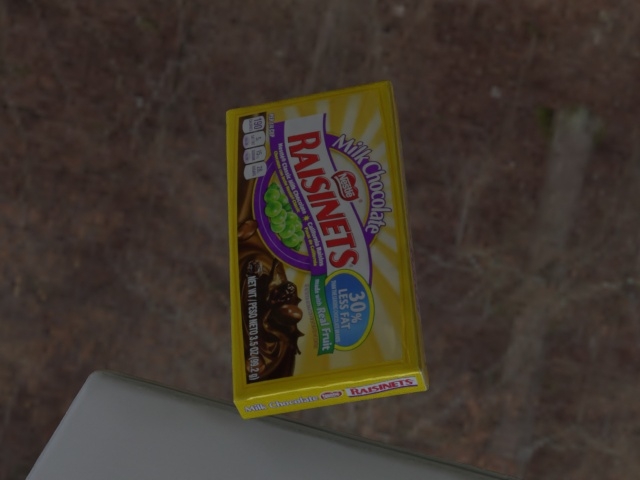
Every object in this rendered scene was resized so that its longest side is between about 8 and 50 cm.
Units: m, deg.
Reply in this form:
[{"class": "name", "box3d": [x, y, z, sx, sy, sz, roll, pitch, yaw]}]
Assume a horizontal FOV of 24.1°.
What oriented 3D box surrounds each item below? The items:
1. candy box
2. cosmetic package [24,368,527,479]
[{"class": "candy box", "box3d": [0.000, 0.000, 0.858, 0.105, 0.027, 0.206, -9, -126, 6]}, {"class": "cosmetic package", "box3d": [-0.044, 0.348, 0.881, 0.327, 0.394, 0.329, 11, 146, 27]}]
